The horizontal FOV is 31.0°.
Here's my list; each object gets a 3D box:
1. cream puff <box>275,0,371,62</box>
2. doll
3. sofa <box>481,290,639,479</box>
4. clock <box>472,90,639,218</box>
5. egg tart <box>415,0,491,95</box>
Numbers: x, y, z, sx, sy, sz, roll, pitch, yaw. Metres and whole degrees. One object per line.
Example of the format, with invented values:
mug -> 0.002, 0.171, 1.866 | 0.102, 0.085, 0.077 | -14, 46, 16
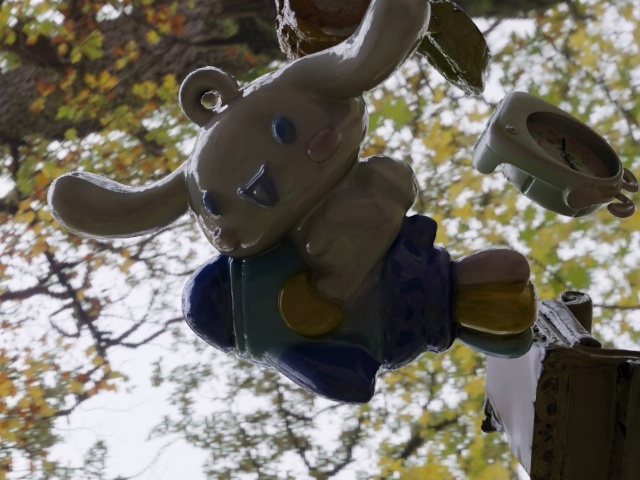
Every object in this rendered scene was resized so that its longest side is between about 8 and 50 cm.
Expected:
cream puff -> 0.020, -0.213, 1.118 | 0.126, 0.103, 0.144 | 7, -123, 9
doll -> -0.004, 0.005, 1.008 | 0.365, 0.376, 0.187 | 55, -139, -14
sofa -> 0.296, 0.170, 1.289 | 0.182, 0.258, 0.200 | -1, -75, -6
clock -> 0.273, -0.087, 1.317 | 0.191, 0.062, 0.151 | 31, -146, 3
egg tart -> 0.202, -0.312, 1.827 | 0.078, 0.197, 0.197 | -41, -77, -1
